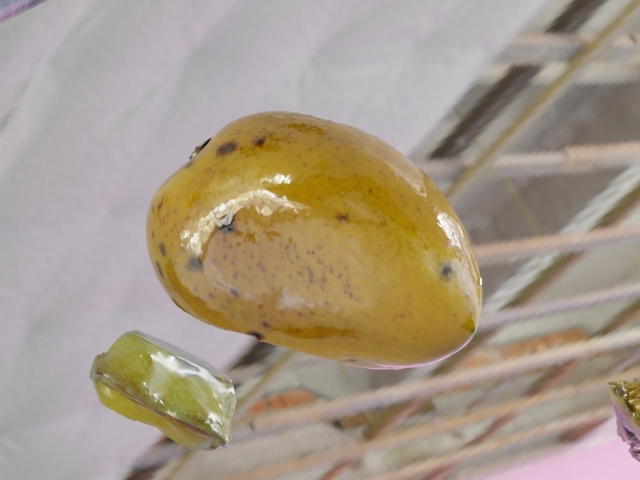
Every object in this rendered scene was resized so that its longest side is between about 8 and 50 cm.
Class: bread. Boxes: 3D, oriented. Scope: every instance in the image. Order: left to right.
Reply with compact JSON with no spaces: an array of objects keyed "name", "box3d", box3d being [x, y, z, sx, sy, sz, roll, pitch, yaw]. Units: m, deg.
[{"name":"bread","box3d":[-0.156,0.151,1.462,0.233,0.161,0.088,168,125,-81]}]

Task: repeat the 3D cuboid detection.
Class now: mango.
[{"name":"mango","box3d":[0.000,0.000,1.140,0.160,0.290,0.191,-12,-59,-65]}]

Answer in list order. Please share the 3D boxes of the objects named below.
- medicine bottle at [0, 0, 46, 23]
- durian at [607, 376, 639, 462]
[{"name":"medicine bottle","box3d":[-0.100,-0.218,0.744,0.341,0.130,0.130,-30,-21,-14]},{"name":"durian","box3d":[0.357,0.176,1.161,0.112,0.191,0.341,-59,-31,-2]}]
